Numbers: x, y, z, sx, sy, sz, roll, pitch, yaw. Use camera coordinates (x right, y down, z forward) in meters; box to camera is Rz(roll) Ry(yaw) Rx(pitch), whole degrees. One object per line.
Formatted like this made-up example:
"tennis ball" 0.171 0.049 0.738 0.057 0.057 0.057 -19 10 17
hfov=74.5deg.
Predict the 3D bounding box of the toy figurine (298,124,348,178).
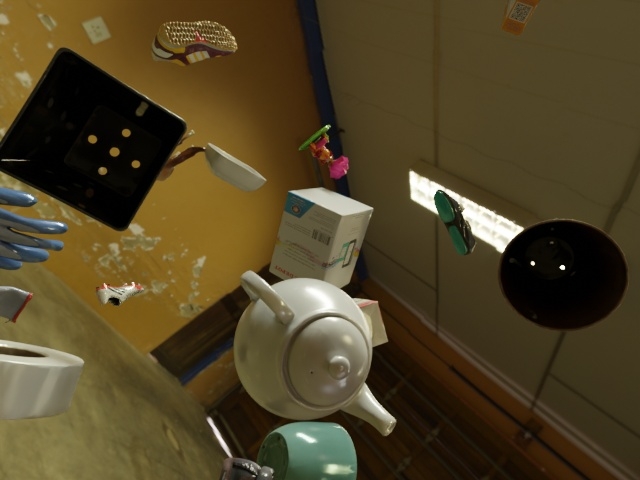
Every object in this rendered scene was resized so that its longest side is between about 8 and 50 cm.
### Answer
"toy figurine" 0.023 -0.276 1.403 0.159 0.130 0.173 52 -7 -6

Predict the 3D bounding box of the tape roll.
"tape roll" -0.632 0.261 0.823 0.287 0.100 0.286 11 -13 3

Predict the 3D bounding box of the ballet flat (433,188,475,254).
"ballet flat" 0.387 -0.058 1.200 0.203 0.074 0.074 66 -18 0

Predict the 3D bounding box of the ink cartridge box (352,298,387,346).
"ink cartridge box" 0.106 0.229 1.200 0.198 0.067 0.115 169 -93 -70

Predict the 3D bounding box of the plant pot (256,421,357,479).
"plant pot" -0.067 0.741 1.386 0.235 0.292 0.293 25 -2 -32

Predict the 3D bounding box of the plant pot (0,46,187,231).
"plant pot" -0.336 -0.146 0.659 0.188 0.188 0.167 31 -1 -19

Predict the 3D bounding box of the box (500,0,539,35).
"box" 0.255 -0.318 0.480 0.028 0.081 0.136 24 -40 3

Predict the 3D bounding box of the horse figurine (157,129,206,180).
"horse figurine" -0.403 -0.194 1.080 0.264 0.174 0.066 -9 -52 44

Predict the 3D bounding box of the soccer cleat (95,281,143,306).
"soccer cleat" -0.316 0.087 0.668 0.083 0.029 0.035 13 52 -64

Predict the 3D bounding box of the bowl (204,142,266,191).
"bowl" -0.209 -0.166 0.996 0.142 0.053 0.142 27 9 -33

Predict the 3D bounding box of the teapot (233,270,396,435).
"teapot" -0.014 0.178 0.682 0.187 0.256 0.252 179 -85 -67

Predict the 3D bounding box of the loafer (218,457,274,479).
"loafer" -0.174 0.520 0.693 0.095 0.302 0.109 19 -27 9

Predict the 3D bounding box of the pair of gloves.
"pair of gloves" -0.346 0.015 0.392 0.159 0.198 0.023 25 30 -35

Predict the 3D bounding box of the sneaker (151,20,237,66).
"sneaker" -0.269 -0.415 0.899 0.084 0.186 0.069 -24 -95 47

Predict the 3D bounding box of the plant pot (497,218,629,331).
"plant pot" 0.494 0.053 0.894 0.215 0.215 0.230 50 22 10

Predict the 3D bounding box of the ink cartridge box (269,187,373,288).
"ink cartridge box" 0.000 0.000 1.294 0.198 0.197 0.269 27 -67 26
